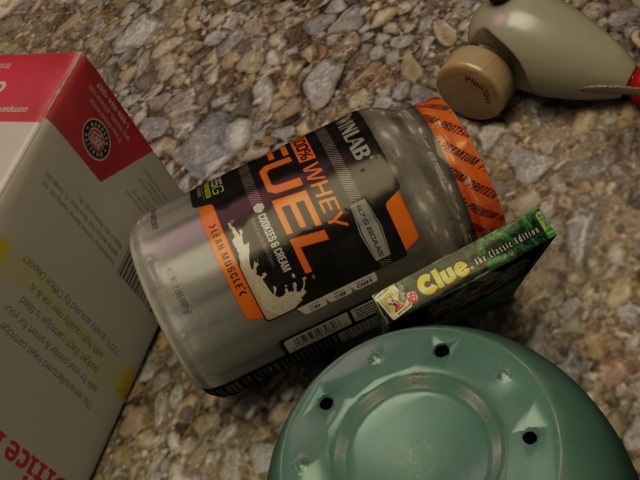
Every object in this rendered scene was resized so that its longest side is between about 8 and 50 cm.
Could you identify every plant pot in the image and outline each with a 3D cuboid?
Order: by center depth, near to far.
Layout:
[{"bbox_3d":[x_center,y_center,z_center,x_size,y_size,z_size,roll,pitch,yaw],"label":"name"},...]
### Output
[{"bbox_3d":[0.094,0.197,0.679,0.293,0.235,0.293,-10,52,13],"label":"plant pot"}]

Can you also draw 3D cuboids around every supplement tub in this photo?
[{"bbox_3d":[0.000,0.000,0.891,0.316,0.193,0.193,-26,50,0],"label":"supplement tub"}]

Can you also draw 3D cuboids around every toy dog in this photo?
[{"bbox_3d":[0.278,-0.212,0.966,0.334,0.161,0.220,-1,55,20],"label":"toy dog"}]

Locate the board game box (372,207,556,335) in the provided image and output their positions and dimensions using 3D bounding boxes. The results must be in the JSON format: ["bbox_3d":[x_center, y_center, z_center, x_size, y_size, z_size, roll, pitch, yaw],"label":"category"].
[{"bbox_3d":[0.111,0.045,0.783,0.136,0.259,0.030,-30,77,-2],"label":"board game box"}]

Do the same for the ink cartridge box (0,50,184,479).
[{"bbox_3d":[-0.297,0.054,0.907,0.160,0.279,0.384,4,56,25],"label":"ink cartridge box"}]
